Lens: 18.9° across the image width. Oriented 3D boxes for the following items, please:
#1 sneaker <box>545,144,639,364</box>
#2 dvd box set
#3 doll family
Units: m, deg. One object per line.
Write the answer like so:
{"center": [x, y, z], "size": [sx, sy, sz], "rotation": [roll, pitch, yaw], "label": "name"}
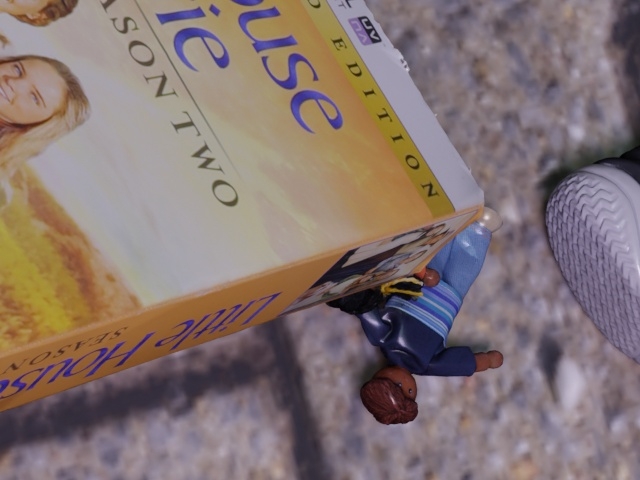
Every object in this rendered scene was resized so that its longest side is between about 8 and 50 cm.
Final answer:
{"center": [0.232, 0.046, 0.851], "size": [0.153, 0.101, 0.268], "rotation": [-37, 88, -14], "label": "sneaker"}
{"center": [-0.158, -0.083, 0.639], "size": [0.420, 0.062, 0.307], "rotation": [-16, 70, -48], "label": "dvd box set"}
{"center": [0.000, 0.000, 0.815], "size": [0.193, 0.076, 0.111], "rotation": [23, 56, -4], "label": "doll family"}
